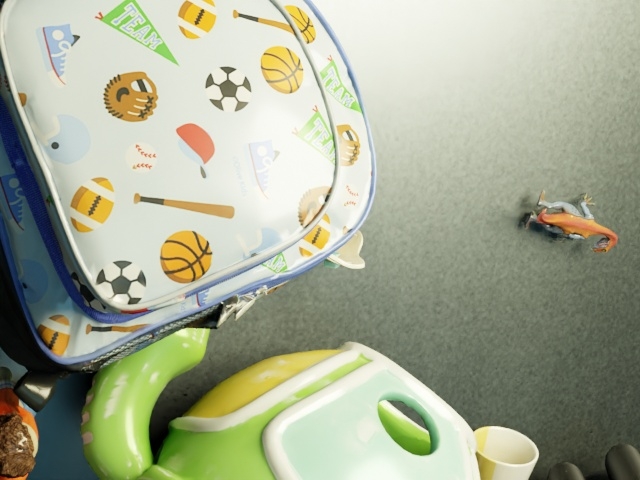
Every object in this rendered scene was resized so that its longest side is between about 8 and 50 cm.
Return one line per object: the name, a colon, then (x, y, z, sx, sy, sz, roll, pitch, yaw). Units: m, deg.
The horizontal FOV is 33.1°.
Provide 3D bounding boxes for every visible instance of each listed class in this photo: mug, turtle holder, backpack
mug: (0.157, 0.212, 0.995, 0.062, 0.078, 0.064, -24, 130, -52)
turtle holder: (-0.026, 0.188, 0.821, 0.227, 0.320, 0.243, -51, 154, -18)
backpack: (-0.099, -0.064, 0.687, 0.263, 0.213, 0.277, -23, 97, -32)

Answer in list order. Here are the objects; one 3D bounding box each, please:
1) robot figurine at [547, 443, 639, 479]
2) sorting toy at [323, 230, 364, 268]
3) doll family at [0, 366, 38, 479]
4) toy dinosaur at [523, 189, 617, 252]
robot figurine: (0.298, 0.334, 1.022, 0.173, 0.209, 0.278, -44, 123, -40)
sorting toy: (0.000, 0.000, 0.835, 0.083, 0.075, 0.045, 31, 92, -29)
doll family: (-0.237, 0.218, 0.702, 0.118, 0.163, 0.263, -5, 90, -15)
toy dinosaur: (0.222, -0.008, 0.942, 0.082, 0.090, 0.047, 23, 114, 2)
